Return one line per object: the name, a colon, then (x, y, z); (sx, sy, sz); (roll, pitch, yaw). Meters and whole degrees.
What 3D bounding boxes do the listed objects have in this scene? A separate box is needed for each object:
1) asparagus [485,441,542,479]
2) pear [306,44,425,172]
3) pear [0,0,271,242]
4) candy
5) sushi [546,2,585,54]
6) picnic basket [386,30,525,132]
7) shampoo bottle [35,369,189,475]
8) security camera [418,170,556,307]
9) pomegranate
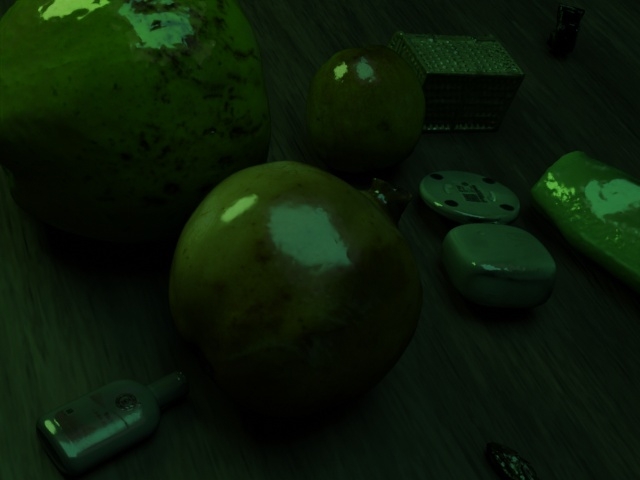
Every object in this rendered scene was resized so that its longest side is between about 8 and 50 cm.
asparagus: (0.252, 0.289, 1.031); (0.036, 0.030, 0.165); (-30, 59, -29)
pear: (0.069, -0.206, 1.396); (0.200, 0.200, 0.200); (9, 42, -9)
pear: (-0.251, -0.172, 1.134); (0.391, 0.391, 0.391); (9, 42, -9)
candy: (0.474, -0.001, 1.361); (0.142, 0.132, 0.343); (-47, 61, 0)
sushi: (0.504, -0.426, 1.856); (0.056, 0.085, 0.083); (14, 41, -2)
picnic basket: (0.218, -0.283, 1.570); (0.196, 0.134, 0.154); (-4, 49, -22)
shampoo bottle: (-0.217, 0.188, 0.976); (0.165, 0.040, 0.080); (-24, 54, -36)
security camera: (0.235, -0.008, 1.321); (0.157, 0.080, 0.301); (3, 33, -13)
pomegranate: (-0.030, 0.057, 1.019); (0.307, 0.307, 0.307); (9, 42, -9)
